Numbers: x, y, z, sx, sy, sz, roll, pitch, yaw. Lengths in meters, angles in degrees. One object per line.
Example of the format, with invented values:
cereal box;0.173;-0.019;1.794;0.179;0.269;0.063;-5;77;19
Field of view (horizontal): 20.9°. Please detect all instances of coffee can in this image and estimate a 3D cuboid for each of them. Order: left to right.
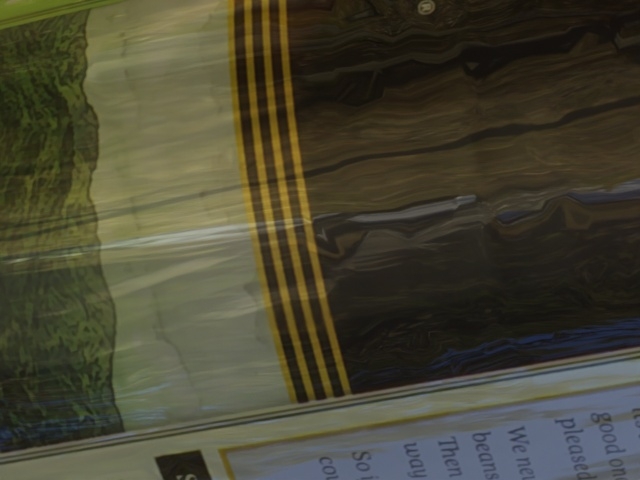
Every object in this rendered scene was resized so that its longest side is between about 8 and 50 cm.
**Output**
coffee can;0.000;0.000;0.466;0.275;0.201;0.201;-11;-156;14
